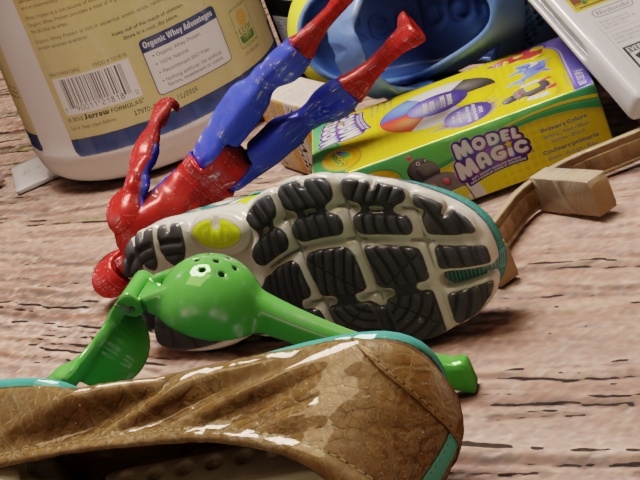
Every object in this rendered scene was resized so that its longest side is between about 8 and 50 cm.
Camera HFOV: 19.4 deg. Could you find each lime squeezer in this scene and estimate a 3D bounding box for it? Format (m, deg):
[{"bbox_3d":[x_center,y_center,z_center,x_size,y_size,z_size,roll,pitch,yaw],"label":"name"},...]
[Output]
[{"bbox_3d":[-0.080,0.063,1.001,0.310,0.110,0.059,-16,38,18],"label":"lime squeezer"}]

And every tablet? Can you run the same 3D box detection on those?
[{"bbox_3d":[-0.245,-0.063,1.650,0.054,0.006,0.083,-24,21,-5],"label":"tablet"}]

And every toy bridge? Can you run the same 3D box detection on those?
[{"bbox_3d":[0.150,-0.029,1.124,0.188,0.026,0.063,-32,20,-24],"label":"toy bridge"}]

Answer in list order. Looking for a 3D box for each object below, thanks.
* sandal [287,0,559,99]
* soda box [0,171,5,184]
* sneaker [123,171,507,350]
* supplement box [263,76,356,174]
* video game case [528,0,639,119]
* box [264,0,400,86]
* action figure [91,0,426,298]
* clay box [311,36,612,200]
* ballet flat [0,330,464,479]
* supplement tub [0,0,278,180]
[{"bbox_3d":[0.126,-0.168,1.330,0.317,0.126,0.138,-19,10,10],"label":"sandal"},{"bbox_3d":[-0.374,-0.055,1.680,0.183,0.063,0.058,-7,25,35],"label":"soda box"},{"bbox_3d":[0.000,0.000,1.109,0.275,0.107,0.110,-2,19,44],"label":"sneaker"},{"bbox_3d":[-0.005,-0.082,1.366,0.036,0.062,0.098,-28,20,-18],"label":"supplement box"},{"bbox_3d":[0.242,-0.188,1.238,0.227,0.026,0.206,-22,55,-19],"label":"video game case"},{"bbox_3d":[0.060,-0.195,1.563,0.147,0.077,0.180,-29,21,-19],"label":"box"},{"bbox_3d":[-0.059,-0.074,1.272,0.280,0.091,0.139,-45,21,12],"label":"action figure"},{"bbox_3d":[0.076,-0.064,1.250,0.222,0.053,0.127,-19,20,6],"label":"clay box"},{"bbox_3d":[-0.095,0.129,0.899,0.342,0.116,0.124,-9,43,22],"label":"ballet flat"},{"bbox_3d":[-0.181,-0.232,1.551,0.228,0.316,0.228,-17,21,7],"label":"supplement tub"}]
